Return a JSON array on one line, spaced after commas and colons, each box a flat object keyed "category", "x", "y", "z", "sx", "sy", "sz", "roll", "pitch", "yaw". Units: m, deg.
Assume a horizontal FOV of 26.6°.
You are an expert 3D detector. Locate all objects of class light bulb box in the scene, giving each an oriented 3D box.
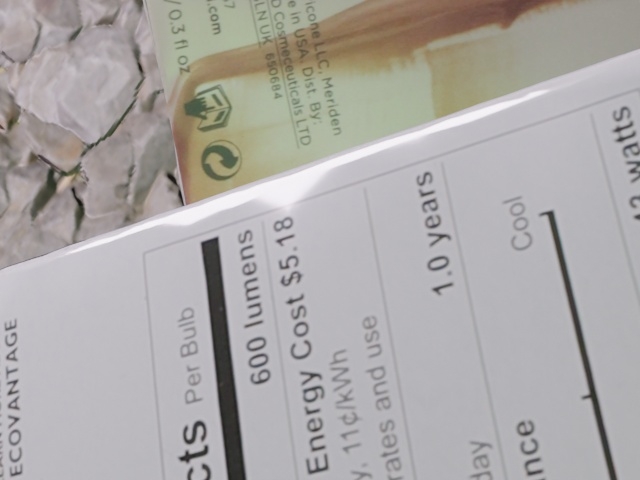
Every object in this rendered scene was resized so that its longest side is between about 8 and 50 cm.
[{"category": "light bulb box", "x": 0.008, "y": 0.181, "z": 0.459, "sx": 0.361, "sy": 0.225, "sz": 0.358, "roll": -18, "pitch": 65, "yaw": 19}]

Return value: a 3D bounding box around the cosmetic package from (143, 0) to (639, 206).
[{"category": "cosmetic package", "x": 0.094, "y": -0.084, "z": 0.525, "sx": 0.296, "sy": 0.153, "sz": 0.129, "roll": -14, "pitch": 79, "yaw": 8}]
